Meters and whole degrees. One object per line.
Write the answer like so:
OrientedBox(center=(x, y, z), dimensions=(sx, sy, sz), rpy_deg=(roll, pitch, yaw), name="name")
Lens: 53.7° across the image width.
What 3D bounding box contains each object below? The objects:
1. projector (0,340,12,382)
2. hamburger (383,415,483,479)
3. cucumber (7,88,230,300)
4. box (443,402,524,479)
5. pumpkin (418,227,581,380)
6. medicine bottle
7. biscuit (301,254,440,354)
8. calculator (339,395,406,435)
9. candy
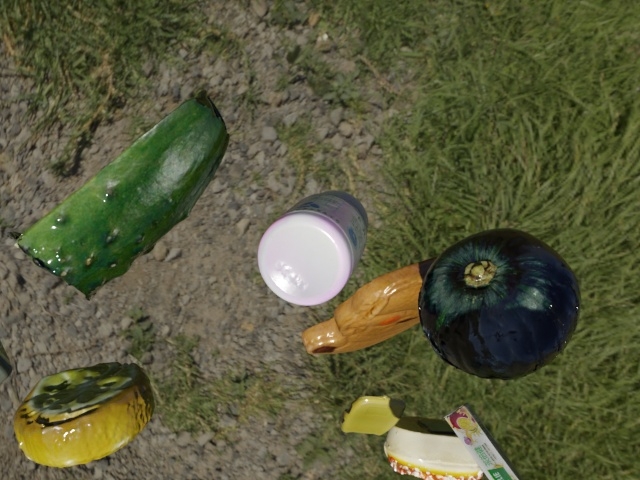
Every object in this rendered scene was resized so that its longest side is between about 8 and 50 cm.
OrientedBox(center=(-0.554, 0.185, 0.810), dimensions=(0.270, 0.194, 0.088), rpy_deg=(-37, 134, -18), name="projector")
OrientedBox(center=(0.333, 0.610, 1.843), dimensions=(0.296, 0.227, 0.151), rpy_deg=(4, 93, 2), name="hamburger")
OrientedBox(center=(-0.232, -0.066, 0.835), dimensions=(0.325, 0.105, 0.145), rpy_deg=(-46, 111, -16), name="cucumber")
OrientedBox(center=(0.310, 0.396, 1.154), dimensions=(0.207, 0.050, 0.041), rpy_deg=(54, 20, 19), name="box")
OrientedBox(center=(0.257, 0.090, 0.915), dimensions=(0.233, 0.233, 0.163), rpy_deg=(-47, 125, -20), name="pumpkin")
OrientedBox(center=(0.000, 0.000, 1.064), dimensions=(0.152, 0.254, 0.151), rpy_deg=(4, 107, 14), name="medicine bottle")
OrientedBox(center=(0.176, 0.140, 1.362), dimensions=(0.350, 0.455, 0.078), rpy_deg=(-10, 67, -39), name="biscuit")
OrientedBox(center=(0.140, 0.474, 1.708), dimensions=(0.157, 0.236, 0.033), rpy_deg=(8, 50, -9), name="calculator")
OrientedBox(center=(-0.448, 0.324, 1.214), dimensions=(0.260, 0.260, 0.117), rpy_deg=(-22, 110, -27), name="candy")
